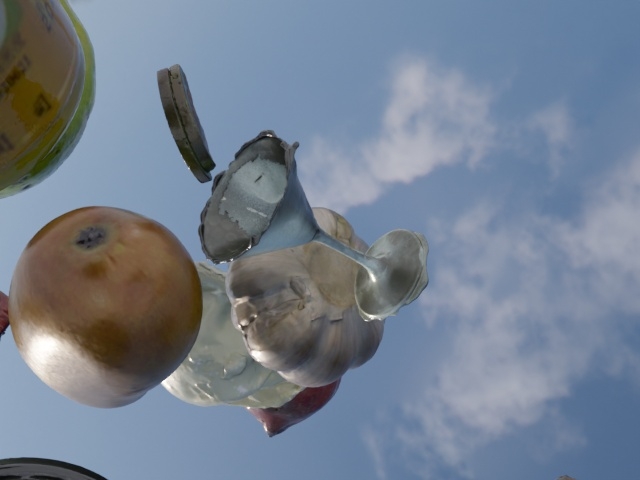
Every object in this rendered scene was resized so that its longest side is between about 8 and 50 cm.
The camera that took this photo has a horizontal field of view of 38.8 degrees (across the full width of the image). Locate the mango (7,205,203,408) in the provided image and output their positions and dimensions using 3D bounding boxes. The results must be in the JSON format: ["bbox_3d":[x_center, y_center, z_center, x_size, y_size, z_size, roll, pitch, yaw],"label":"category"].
[{"bbox_3d":[-0.244,0.087,1.019,0.173,0.211,0.317,-63,-178,-39],"label":"mango"}]

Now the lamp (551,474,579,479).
[{"bbox_3d":[0.233,0.378,0.971,0.274,0.177,0.177,-35,-147,-8],"label":"lamp"}]

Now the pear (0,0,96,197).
[{"bbox_3d":[-0.515,-0.227,1.285,0.391,0.391,0.391,-22,-145,16],"label":"pear"}]

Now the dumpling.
[{"bbox_3d":[-0.149,0.161,1.565,0.315,0.395,0.233,4,-134,17],"label":"dumpling"}]

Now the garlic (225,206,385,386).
[{"bbox_3d":[-0.020,0.071,1.109,0.152,0.228,0.228,-26,-151,42],"label":"garlic"}]

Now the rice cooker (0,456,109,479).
[{"bbox_3d":[-0.269,0.342,0.790,0.316,0.316,0.264,-21,-121,16],"label":"rice cooker"}]

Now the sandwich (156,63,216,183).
[{"bbox_3d":[-0.146,-0.127,1.003,0.029,0.135,0.067,-19,-168,6],"label":"sandwich"}]

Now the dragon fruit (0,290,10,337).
[{"bbox_3d":[-0.475,0.125,1.154,0.120,0.127,0.161,-50,-169,48],"label":"dragon fruit"}]

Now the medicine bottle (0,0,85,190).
[{"bbox_3d":[-0.327,-0.202,0.586,0.224,0.384,0.224,-6,-123,10],"label":"medicine bottle"}]

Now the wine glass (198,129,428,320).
[{"bbox_3d":[0.000,0.000,0.780,0.122,0.183,0.122,-33,-138,36],"label":"wine glass"}]

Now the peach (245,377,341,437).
[{"bbox_3d":[-0.067,0.264,1.810,0.232,0.232,0.257,-3,-104,37],"label":"peach"}]
